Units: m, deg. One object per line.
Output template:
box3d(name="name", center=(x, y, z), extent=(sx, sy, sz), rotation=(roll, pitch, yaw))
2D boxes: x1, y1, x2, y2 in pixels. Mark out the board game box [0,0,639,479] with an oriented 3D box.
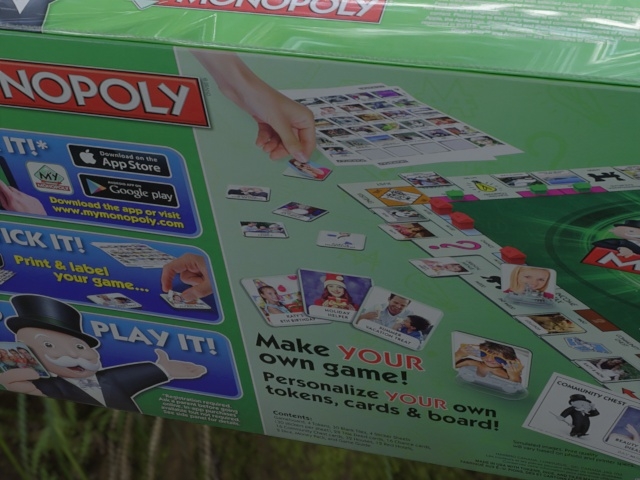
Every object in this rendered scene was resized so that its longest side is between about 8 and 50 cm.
box3d(name="board game box", center=(0.000, 0.000, 0.456), extent=(0.317, 0.213, 0.046), rotation=(8, 49, 14))
